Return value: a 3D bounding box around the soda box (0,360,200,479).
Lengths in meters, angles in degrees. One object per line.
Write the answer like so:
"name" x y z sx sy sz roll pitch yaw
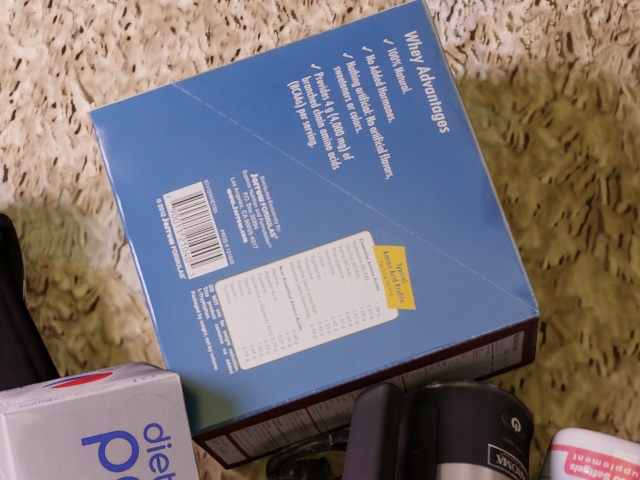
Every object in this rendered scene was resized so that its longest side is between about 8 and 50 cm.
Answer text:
"soda box" -0.103 0.214 0.878 0.098 0.091 0.286 -11 94 -18

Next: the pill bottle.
"pill bottle" 0.148 0.192 0.921 0.087 0.087 0.160 17 78 9

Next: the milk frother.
"milk frother" 0.041 0.160 0.911 0.129 0.143 0.135 26 43 -18

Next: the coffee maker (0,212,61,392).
"coffee maker" -0.229 0.044 0.951 0.120 0.171 0.178 -26 74 -2

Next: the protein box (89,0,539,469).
"protein box" 0.000 0.000 0.961 0.201 0.136 0.200 -19 74 0
